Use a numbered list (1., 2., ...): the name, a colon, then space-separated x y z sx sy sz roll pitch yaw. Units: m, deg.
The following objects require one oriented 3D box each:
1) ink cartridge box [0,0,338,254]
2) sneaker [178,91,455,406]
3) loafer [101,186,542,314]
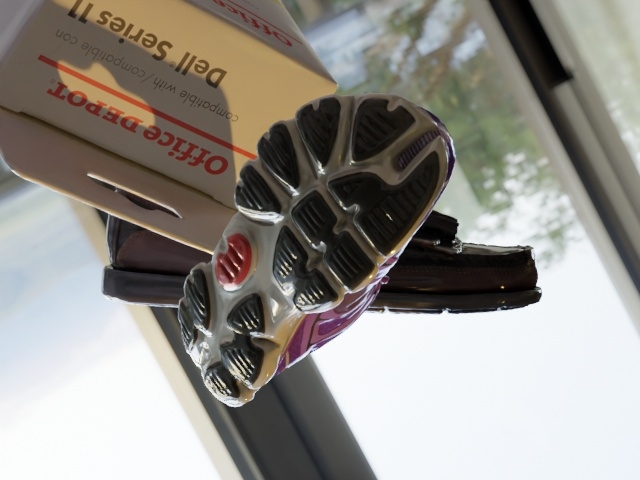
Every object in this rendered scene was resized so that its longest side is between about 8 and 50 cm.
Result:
1. ink cartridge box: -0.125 -0.146 1.010 0.119 0.207 0.353 -53 -143 19
2. sneaker: 0.002 -0.002 0.595 0.071 0.068 0.170 -22 163 -40
3. loafer: 0.000 0.000 1.050 0.303 0.095 0.109 1 -178 4
